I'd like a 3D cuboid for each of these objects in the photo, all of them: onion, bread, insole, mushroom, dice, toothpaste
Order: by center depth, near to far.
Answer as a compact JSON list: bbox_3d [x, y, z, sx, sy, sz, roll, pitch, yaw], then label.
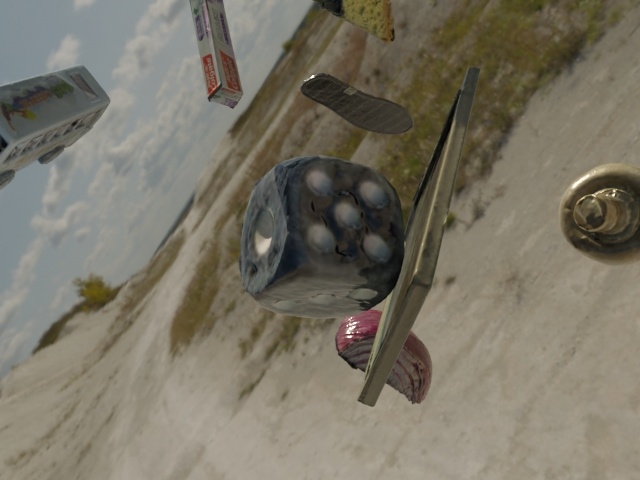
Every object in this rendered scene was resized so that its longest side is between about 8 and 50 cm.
[{"bbox_3d":[0.000,0.000,0.959,0.182,0.183,0.182,141,134,-56],"label":"dice"},{"bbox_3d":[-0.147,-0.281,0.977,0.040,0.047,0.196,-33,61,39],"label":"toothpaste"},{"bbox_3d":[0.071,-0.422,1.206,0.127,0.147,0.152,-46,54,30],"label":"bread"},{"bbox_3d":[0.564,-0.062,1.354,0.206,0.209,0.206,-31,39,30],"label":"mushroom"},{"bbox_3d":[0.082,-0.280,1.451,0.110,0.309,0.012,-27,60,36],"label":"insole"},{"bbox_3d":[0.171,0.234,1.628,0.111,0.250,0.247,-62,-2,26],"label":"onion"}]

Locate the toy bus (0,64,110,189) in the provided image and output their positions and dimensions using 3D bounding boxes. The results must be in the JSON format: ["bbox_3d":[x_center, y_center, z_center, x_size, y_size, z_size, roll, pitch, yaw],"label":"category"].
[{"bbox_3d":[-0.407,-0.161,0.946,0.136,0.109,0.330,-35,13,17],"label":"toy bus"}]

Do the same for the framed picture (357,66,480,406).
[{"bbox_3d":[0.152,-0.011,1.055,0.326,0.028,0.446,104,-175,-50],"label":"framed picture"}]
